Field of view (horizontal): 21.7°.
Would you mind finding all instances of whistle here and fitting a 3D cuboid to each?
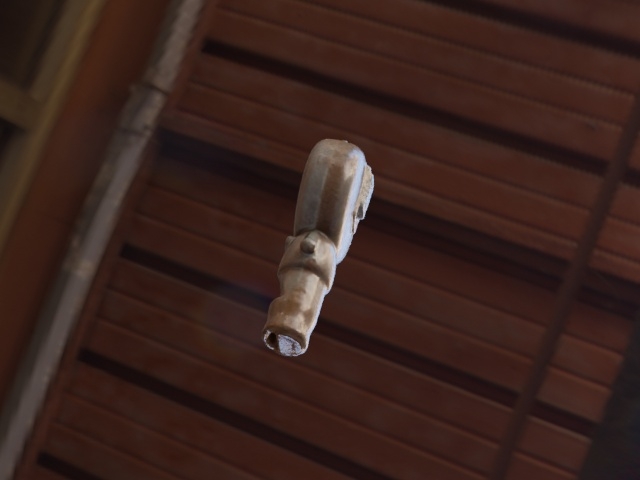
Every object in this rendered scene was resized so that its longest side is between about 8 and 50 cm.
[{"bbox_3d":[0.000,0.000,1.375,0.057,0.107,0.220,13,-129,8],"label":"whistle"}]
